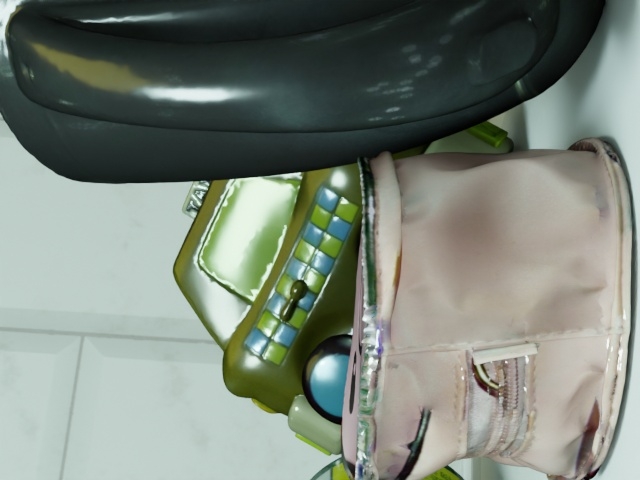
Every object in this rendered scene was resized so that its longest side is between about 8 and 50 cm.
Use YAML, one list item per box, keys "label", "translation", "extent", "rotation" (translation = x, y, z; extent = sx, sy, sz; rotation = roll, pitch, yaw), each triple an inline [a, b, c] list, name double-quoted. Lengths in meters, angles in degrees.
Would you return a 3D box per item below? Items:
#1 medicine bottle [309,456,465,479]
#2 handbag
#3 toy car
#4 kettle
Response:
- label: "medicine bottle"
  translation: [0.044, 0.239, 0.771]
  extent: [0.293, 0.141, 0.141]
  rotation: [-87, 0, -75]
- label: "handbag"
  translation: [0.071, 0.039, 0.631]
  extent: [0.205, 0.116, 0.179]
  rotation: [105, 167, -82]
- label: "toy car"
  translation: [0.000, 0.000, 0.907]
  extent: [0.248, 0.198, 0.204]
  rotation: [-63, -9, 19]
- label: "kettle"
  translation: [-0.011, -0.114, 0.653]
  extent: [0.268, 0.290, 0.207]
  rotation: [-53, -39, -54]
